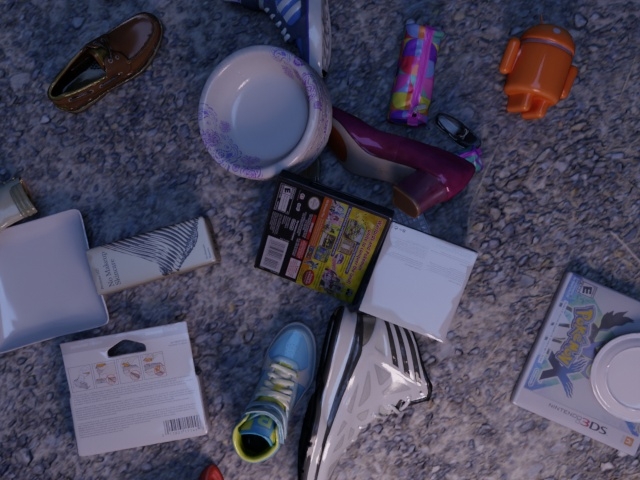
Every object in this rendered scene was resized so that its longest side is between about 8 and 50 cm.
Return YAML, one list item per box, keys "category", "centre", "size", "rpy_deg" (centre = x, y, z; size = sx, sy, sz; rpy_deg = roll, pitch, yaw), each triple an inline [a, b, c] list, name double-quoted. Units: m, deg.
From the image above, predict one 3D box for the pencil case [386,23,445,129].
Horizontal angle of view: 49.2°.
- category: "pencil case"
  centre: [0.214, -0.365, 1.570]
  size: [0.105, 0.104, 0.236]
  rpy_deg: [9, 88, 1]

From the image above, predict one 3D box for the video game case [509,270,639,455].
- category: "video game case"
  centre: [0.631, 0.276, 1.579]
  size: [0.300, 0.036, 0.328]
  rpy_deg: [23, 89, 1]

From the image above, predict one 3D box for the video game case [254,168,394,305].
- category: "video game case"
  centre: [0.000, 0.000, 1.515]
  size: [0.248, 0.035, 0.274]
  rpy_deg: [21, 131, 2]

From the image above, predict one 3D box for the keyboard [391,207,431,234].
- category: "keyboard"
  centre: [0.237, 0.037, 1.603]
  size: [0.072, 0.014, 0.255]
  rpy_deg: [-22, 89, 1]

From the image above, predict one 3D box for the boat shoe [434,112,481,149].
- category: "boat shoe"
  centre: [0.315, -0.250, 1.595]
  size: [0.125, 0.038, 0.046]
  rpy_deg: [39, 90, 2]

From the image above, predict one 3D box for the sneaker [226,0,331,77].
- category: "sneaker"
  centre: [-0.106, -0.518, 1.577]
  size: [0.237, 0.130, 0.322]
  rpy_deg: [-4, 94, 12]

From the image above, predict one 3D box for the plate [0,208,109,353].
- category: "plate"
  centre: [-0.644, 0.093, 1.606]
  size: [0.278, 0.045, 0.277]
  rpy_deg: [-16, 89, 2]

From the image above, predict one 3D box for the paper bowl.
- category: "paper bowl"
  centre: [-0.111, -0.271, 1.528]
  size: [0.285, 0.148, 0.284]
  rpy_deg: [0, 90, 22]

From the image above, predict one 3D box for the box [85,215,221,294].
- category: "box"
  centre: [-0.372, 0.034, 1.577]
  size: [0.275, 0.094, 0.113]
  rpy_deg: [-18, 88, 0]

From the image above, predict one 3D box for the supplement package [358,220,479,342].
- category: "supplement package"
  centre: [0.212, 0.084, 1.521]
  size: [0.194, 0.149, 0.203]
  rpy_deg: [21, 95, 7]

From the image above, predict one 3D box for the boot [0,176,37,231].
- category: "boot"
  centre: [-0.757, -0.101, 1.596]
  size: [0.165, 0.077, 0.213]
  rpy_deg: [-35, 67, -12]

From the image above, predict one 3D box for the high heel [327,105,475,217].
- category: "high heel"
  centre: [0.155, -0.207, 1.546]
  size: [0.181, 0.127, 0.377]
  rpy_deg: [-33, 65, -21]

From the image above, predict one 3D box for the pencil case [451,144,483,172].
- category: "pencil case"
  centre: [0.286, -0.167, 1.577]
  size: [0.152, 0.070, 0.064]
  rpy_deg: [-16, 64, 0]

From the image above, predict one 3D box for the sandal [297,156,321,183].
- category: "sandal"
  centre: [-0.027, -0.119, 1.594]
  size: [0.072, 0.049, 0.180]
  rpy_deg: [0, 89, 1]

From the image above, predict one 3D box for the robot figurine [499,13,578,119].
- category: "robot figurine"
  centre: [0.484, -0.382, 1.549]
  size: [0.158, 0.128, 0.219]
  rpy_deg: [18, 89, 19]

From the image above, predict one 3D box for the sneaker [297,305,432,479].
- category: "sneaker"
  centre: [0.105, 0.384, 1.524]
  size: [0.258, 0.169, 0.447]
  rpy_deg: [14, 96, -6]

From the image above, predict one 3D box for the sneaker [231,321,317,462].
- category: "sneaker"
  centre: [-0.093, 0.335, 1.508]
  size: [0.127, 0.208, 0.318]
  rpy_deg: [19, 89, 3]

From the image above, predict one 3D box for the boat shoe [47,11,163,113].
- category: "boat shoe"
  centre: [-0.482, -0.404, 1.582]
  size: [0.307, 0.104, 0.111]
  rpy_deg: [-45, 88, 0]

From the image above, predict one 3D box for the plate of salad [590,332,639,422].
- category: "plate of salad"
  centre: [0.697, 0.300, 1.536]
  size: [0.200, 0.048, 0.199]
  rpy_deg: [1, 93, 11]

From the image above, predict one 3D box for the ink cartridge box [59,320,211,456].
- category: "ink cartridge box"
  centre: [-0.417, 0.332, 1.586]
  size: [0.297, 0.066, 0.260]
  rpy_deg: [-10, 89, 1]

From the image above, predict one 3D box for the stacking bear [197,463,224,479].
- category: "stacking bear"
  centre: [-0.340, 0.647, 1.540]
  size: [0.289, 0.164, 0.175]
  rpy_deg: [-27, 88, 5]
